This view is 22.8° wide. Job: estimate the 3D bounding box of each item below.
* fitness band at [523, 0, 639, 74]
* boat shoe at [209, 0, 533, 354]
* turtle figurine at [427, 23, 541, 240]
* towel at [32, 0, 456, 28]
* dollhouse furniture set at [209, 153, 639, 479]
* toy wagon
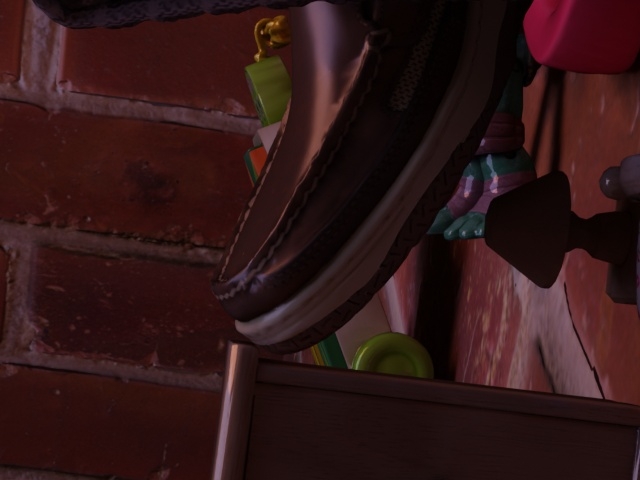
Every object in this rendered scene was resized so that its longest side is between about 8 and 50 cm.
[{"bbox_3d":[0.138,-0.216,0.743,0.209,0.054,0.291,100,177,-58],"label":"fitness band"},{"bbox_3d":[0.018,-0.085,0.562,0.095,0.095,0.257,-24,33,60],"label":"boat shoe"},{"bbox_3d":[0.079,-0.121,0.886,0.175,0.118,0.234,-25,-72,-78],"label":"turtle figurine"},{"bbox_3d":[0.032,-0.183,0.496,0.121,0.283,0.235,71,-163,-53],"label":"towel"},{"bbox_3d":[0.051,0.120,0.480,0.355,0.173,0.303,165,112,-85],"label":"dollhouse furniture set"},{"bbox_3d":[0.000,0.000,1.212,0.267,0.068,0.344,-177,67,-85],"label":"toy wagon"}]
